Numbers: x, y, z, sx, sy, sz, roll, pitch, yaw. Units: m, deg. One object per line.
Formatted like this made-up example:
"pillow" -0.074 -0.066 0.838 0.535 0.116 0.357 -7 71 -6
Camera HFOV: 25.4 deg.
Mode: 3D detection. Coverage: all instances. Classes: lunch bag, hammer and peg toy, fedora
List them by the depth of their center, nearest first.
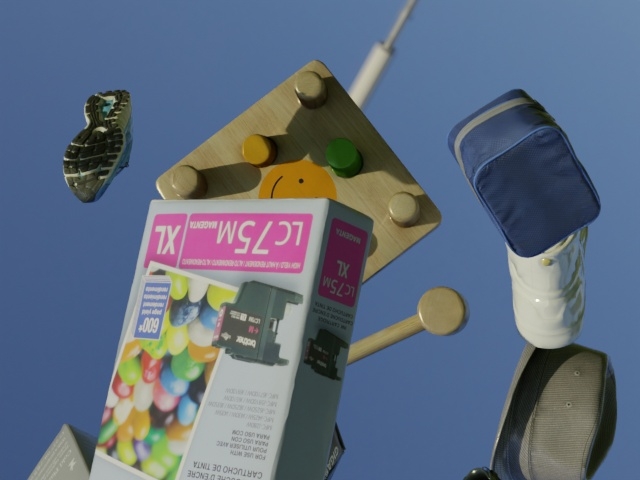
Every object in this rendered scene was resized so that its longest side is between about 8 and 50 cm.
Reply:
"lunch bag" 0.129 -0.042 0.899 0.098 0.067 0.065 56 -174 -35
"hammer and peg toy" 0.000 0.000 1.675 0.361 0.266 0.127 54 -179 9
"fedora" 0.342 0.251 1.992 0.124 0.244 0.275 10 -124 25

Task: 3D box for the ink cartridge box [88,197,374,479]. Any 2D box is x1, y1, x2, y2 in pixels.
"ink cartridge box" -0.075 0.124 1.005 0.185 0.311 0.065 1 167 42

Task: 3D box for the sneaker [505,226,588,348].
"sneaker" 0.243 -0.045 1.551 0.108 0.169 0.292 -6 -137 5

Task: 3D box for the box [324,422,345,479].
"box" -0.053 0.206 1.386 0.051 0.175 0.220 -5 -151 25

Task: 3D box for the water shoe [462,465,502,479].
"water shoe" 0.210 0.298 1.668 0.080 0.073 0.203 61 -160 10

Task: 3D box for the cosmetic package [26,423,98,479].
"cosmetic package" -0.185 0.266 1.186 0.107 0.127 0.238 32 -178 -23

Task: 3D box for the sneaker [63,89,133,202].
"sneaker" -0.224 -0.091 1.511 0.063 0.073 0.162 -4 -140 13
